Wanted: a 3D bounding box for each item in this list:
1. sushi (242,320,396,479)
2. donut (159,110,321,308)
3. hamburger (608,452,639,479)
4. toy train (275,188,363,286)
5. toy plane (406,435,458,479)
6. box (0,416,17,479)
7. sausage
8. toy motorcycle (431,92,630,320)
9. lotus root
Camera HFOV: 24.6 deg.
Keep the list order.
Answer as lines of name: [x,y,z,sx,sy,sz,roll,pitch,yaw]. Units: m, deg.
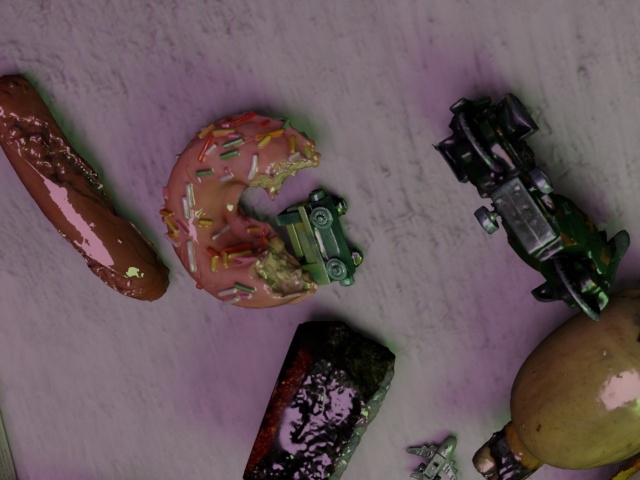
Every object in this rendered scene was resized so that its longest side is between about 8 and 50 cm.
sushi: [-0.001,0.210,1.752,0.126,0.136,0.225,22,108,2]
donut: [-0.098,-0.032,1.681,0.199,0.085,0.233,9,109,31]
hamburger: [0.452,0.335,1.658,0.294,0.179,0.276,29,122,-10]
toy train: [0.000,0.000,1.713,0.081,0.050,0.122,-11,106,31]
toy plane: [0.142,0.272,1.794,0.080,0.033,0.083,37,116,14]
box: [-0.506,0.327,1.967,0.200,0.065,0.344,-4,111,16]
sausage: [-0.294,-0.055,1.745,0.079,0.087,0.327,-28,102,36]
toy motorcycle: [0.233,-0.035,1.582,0.124,0.187,0.275,-35,81,18]
lotus root: [0.297,0.177,1.633,0.183,0.183,0.310,44,120,-5]
